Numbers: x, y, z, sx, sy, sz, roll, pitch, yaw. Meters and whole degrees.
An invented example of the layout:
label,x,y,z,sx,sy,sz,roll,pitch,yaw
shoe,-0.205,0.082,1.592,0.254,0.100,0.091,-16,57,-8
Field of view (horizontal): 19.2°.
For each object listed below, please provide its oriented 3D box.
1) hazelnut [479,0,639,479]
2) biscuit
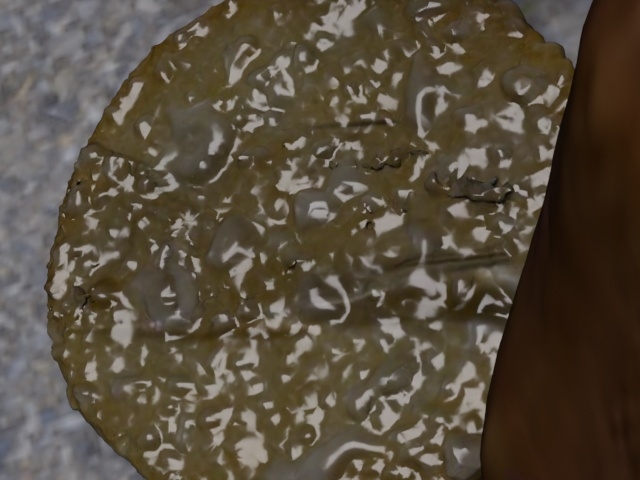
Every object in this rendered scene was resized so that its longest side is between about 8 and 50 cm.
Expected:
label,x,y,z,sx,sy,sz,roll,pitch,yaw
hazelnut,0.221,0.020,0.441,0.372,0.372,0.315,-31,26,6
biscuit,0.000,0.000,0.677,0.220,0.033,0.220,-6,71,18
